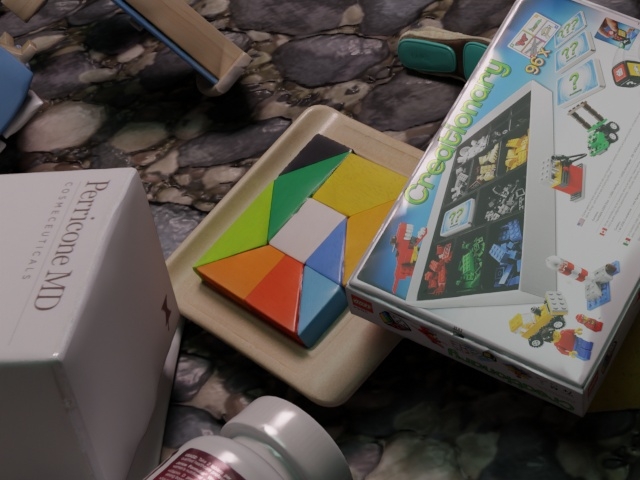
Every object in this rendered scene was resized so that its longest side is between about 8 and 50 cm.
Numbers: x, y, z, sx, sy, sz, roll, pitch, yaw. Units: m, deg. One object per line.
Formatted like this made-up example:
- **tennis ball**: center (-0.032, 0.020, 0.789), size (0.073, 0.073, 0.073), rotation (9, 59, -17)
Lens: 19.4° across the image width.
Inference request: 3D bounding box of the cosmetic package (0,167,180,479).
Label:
- **cosmetic package**: center (-0.358, 0.081, 1.421), size (0.453, 0.161, 0.230), rotation (-3, 37, 13)

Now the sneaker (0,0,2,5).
- **sneaker**: center (-0.429, -0.276, 2.029), size (0.147, 0.130, 0.330), rotation (-5, 37, 14)

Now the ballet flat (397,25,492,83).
- **ballet flat**: center (0.147, -0.177, 1.780), size (0.168, 0.057, 0.052), rotation (23, 39, 38)

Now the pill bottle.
- **pill bottle**: center (-0.085, 0.211, 1.278), size (0.121, 0.121, 0.221), rotation (22, 49, 38)

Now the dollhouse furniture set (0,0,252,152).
- **dollhouse furniture set**: center (-0.255, -0.141, 1.851), size (0.303, 0.198, 0.286), rotation (-49, 17, 3)

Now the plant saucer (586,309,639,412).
- **plant saucer**: center (0.347, -0.015, 1.481), size (0.332, 0.081, 0.333), rotation (-5, 36, 11)

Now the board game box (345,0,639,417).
- **board game box**: center (0.175, -0.040, 1.403), size (0.193, 0.053, 0.305), rotation (24, 67, 19)

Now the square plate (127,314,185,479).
- **square plate**: center (-0.290, 0.141, 1.497), size (0.344, 0.049, 0.347), rotation (-6, 36, 8)

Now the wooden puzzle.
- **wooden puzzle**: center (0.000, 0.000, 1.494), size (0.221, 0.044, 0.238), rotation (-48, 44, -12)
